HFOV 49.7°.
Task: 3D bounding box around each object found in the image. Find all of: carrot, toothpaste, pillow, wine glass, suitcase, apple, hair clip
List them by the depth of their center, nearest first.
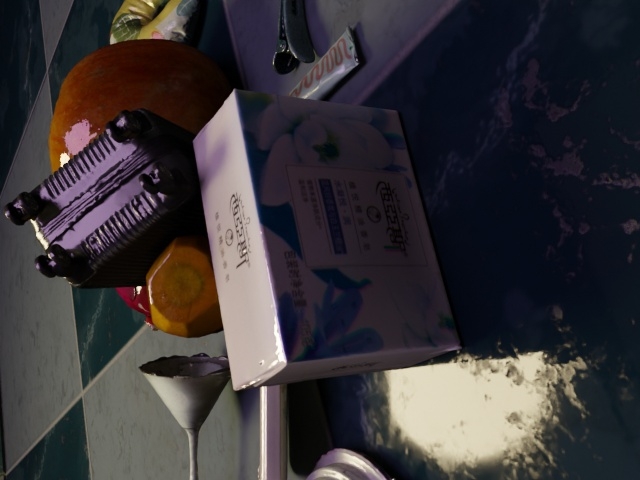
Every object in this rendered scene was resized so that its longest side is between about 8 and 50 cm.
[{"bbox_3d":[-0.133,0.058,0.836,0.302,0.114,0.114,77,-169,-84],"label":"carrot"},{"bbox_3d":[-0.202,-0.041,0.836,0.202,0.312,0.128,-37,78,10],"label":"suitcase"},{"bbox_3d":[-0.017,-0.187,0.888,0.205,0.036,0.056,-38,56,43],"label":"toothpaste"},{"bbox_3d":[-0.035,-0.340,0.915,0.070,0.039,0.230,-4,84,56],"label":"hair clip"},{"bbox_3d":[-0.190,0.294,1.026,0.156,0.156,0.233,1,93,55],"label":"wine glass"},{"bbox_3d":[-0.285,-0.158,1.062,0.301,0.301,0.302,-3,86,55],"label":"apple"},{"bbox_3d":[-0.302,-0.397,1.262,0.214,0.086,0.233,-48,46,18],"label":"pillow"}]

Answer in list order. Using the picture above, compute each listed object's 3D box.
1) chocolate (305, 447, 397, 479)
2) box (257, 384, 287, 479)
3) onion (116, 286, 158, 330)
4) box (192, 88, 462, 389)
[{"bbox_3d":[-0.006,0.337,0.752,0.221,0.147,0.222,1,91,59],"label":"chocolate"},{"bbox_3d":[-0.059,0.167,0.873,0.142,0.044,0.285,103,167,-85],"label":"box"},{"bbox_3d":[-0.289,0.071,1.191,0.195,0.139,0.218,43,127,39],"label":"onion"},{"bbox_3d":[0.001,-0.001,0.704,0.116,0.203,0.275,-37,59,50],"label":"box"}]
